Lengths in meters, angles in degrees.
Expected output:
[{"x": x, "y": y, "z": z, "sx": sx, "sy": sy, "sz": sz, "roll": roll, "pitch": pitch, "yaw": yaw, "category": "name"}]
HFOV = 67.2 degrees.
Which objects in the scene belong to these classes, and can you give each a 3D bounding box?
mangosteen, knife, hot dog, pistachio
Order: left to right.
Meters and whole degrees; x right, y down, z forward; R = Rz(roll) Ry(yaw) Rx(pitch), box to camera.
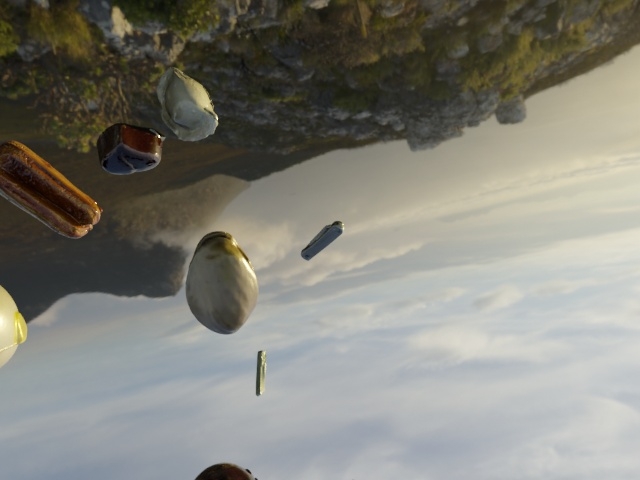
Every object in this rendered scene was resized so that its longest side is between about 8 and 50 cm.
[{"x": -0.841, "y": -0.150, "z": 1.469, "sx": 0.158, "sy": 0.349, "sz": 0.117, "roll": -48, "pitch": -151, "yaw": -2, "category": "hot dog"}, {"x": -0.269, "y": 0.737, "z": 1.257, "sx": 0.231, "sy": 0.231, "sz": 0.289, "roll": -15, "pitch": -147, "yaw": 53, "category": "mangosteen"}, {"x": -0.272, "y": 0.120, "z": 1.323, "sx": 0.197, "sy": 0.288, "sz": 0.166, "roll": -15, "pitch": -166, "yaw": -14, "category": "pistachio"}, {"x": 0.002, "y": 0.002, "z": 2.009, "sx": 0.073, "sy": 0.041, "sz": 0.265, "roll": 26, "pitch": 134, "yaw": -23, "category": "knife"}]

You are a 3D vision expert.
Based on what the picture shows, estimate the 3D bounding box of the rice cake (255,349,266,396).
[{"x": -0.227, "y": 0.505, "z": 1.837, "sx": 0.033, "sy": 0.171, "sz": 0.029, "roll": -20, "pitch": 149, "yaw": 38, "category": "rice cake"}]

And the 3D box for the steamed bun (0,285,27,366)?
[{"x": -0.980, "y": 0.224, "z": 1.255, "sx": 0.373, "sy": 0.334, "sz": 0.333, "roll": 16, "pitch": -167, "yaw": 27, "category": "steamed bun"}]

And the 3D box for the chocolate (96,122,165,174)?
[{"x": -0.414, "y": -0.195, "z": 1.058, "sx": 0.148, "sy": 0.080, "sz": 0.125, "roll": -9, "pitch": 166, "yaw": -14, "category": "chocolate"}]

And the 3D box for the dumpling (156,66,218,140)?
[{"x": -0.328, "y": -0.321, "z": 1.165, "sx": 0.127, "sy": 0.188, "sz": 0.108, "roll": -33, "pitch": -175, "yaw": 29, "category": "dumpling"}]
